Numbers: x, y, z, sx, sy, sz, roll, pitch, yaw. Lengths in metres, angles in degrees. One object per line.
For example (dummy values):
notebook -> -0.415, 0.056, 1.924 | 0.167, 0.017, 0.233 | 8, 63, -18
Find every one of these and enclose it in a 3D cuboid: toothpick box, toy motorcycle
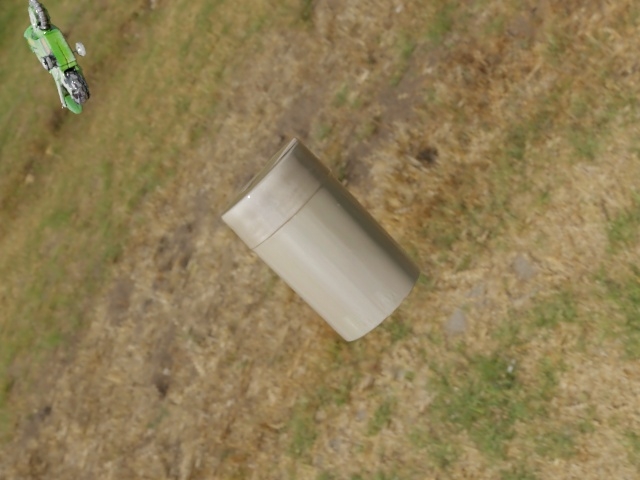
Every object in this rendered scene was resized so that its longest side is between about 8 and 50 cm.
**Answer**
toothpick box -> 0.000, 0.000, 1.004 | 0.111, 0.181, 0.111 | -43, 9, 9
toy motorcycle -> -0.442, -0.307, 1.699 | 0.190, 0.074, 0.106 | 63, 157, -3
